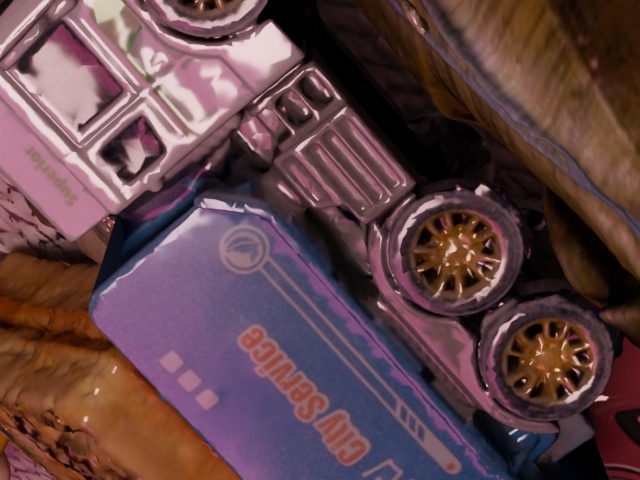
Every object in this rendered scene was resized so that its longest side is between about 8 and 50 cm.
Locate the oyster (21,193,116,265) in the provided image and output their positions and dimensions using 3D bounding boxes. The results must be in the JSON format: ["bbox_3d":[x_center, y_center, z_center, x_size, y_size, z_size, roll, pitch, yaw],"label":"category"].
[{"bbox_3d":[-0.073,-0.029,0.939,0.341,0.166,0.110,39,168,-6],"label":"oyster"}]

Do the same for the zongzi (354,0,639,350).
[{"bbox_3d":[0.112,-0.062,0.614,0.208,0.403,0.432,-19,150,-8],"label":"zongzi"}]

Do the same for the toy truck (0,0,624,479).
[{"bbox_3d":[0.000,0.000,0.805,0.175,0.146,0.367,-38,104,10],"label":"toy truck"}]

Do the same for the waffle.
[{"bbox_3d":[-0.056,0.160,1.145,0.376,0.114,0.261,45,163,-26],"label":"waffle"}]

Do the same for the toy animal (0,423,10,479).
[{"bbox_3d":[-0.389,0.128,1.251,0.345,0.277,0.247,26,159,-5],"label":"toy animal"}]

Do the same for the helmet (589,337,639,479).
[{"bbox_3d":[0.132,0.103,0.979,0.253,0.154,0.198,3,138,37],"label":"helmet"}]
